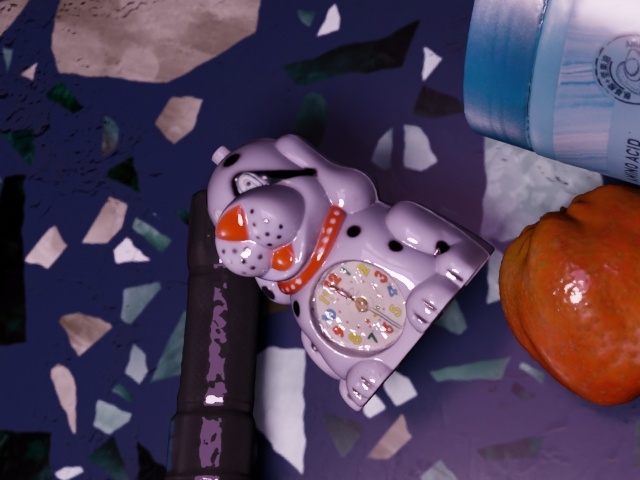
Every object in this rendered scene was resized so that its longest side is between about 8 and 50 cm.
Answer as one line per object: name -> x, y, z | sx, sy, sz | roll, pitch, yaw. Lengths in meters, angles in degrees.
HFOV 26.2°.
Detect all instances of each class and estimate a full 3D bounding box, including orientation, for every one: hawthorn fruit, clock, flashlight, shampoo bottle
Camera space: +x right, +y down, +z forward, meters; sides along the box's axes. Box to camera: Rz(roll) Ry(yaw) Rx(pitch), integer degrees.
hawthorn fruit -> 0.242, 0.047, 1.176 | 0.189, 0.189, 0.189 | -3, 77, 15
clock -> 0.002, 0.002, 1.217 | 0.254, 0.189, 0.189 | 39, 90, 1
flashlight -> -0.096, 0.152, 1.279 | 0.103, 0.103, 0.423 | -1, 73, 16
shampoo bottle -> 0.335, -0.194, 1.117 | 0.343, 0.331, 0.331 | 19, 84, 17
